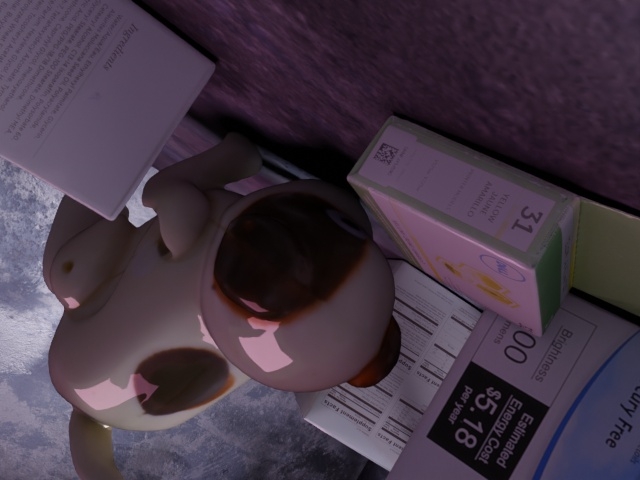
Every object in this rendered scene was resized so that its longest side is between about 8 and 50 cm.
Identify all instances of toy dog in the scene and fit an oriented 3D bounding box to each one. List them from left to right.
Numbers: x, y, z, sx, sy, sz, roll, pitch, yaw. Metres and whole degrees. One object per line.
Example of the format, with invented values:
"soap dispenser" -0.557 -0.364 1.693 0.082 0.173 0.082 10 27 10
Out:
"toy dog" -0.115 0.058 0.633 0.408 0.395 0.284 -14 128 35

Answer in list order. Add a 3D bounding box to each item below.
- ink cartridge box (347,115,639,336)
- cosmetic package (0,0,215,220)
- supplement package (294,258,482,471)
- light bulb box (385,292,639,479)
"ink cartridge box" 0.146 0.022 0.359 0.235 0.056 0.171 32 174 29
"cosmetic package" -0.212 -0.130 0.483 0.184 0.151 0.151 34 175 -20
"supplement package" 0.112 0.189 0.915 0.198 0.262 0.199 33 175 -7
"light bulb box" 0.238 0.273 0.459 0.361 0.357 0.225 28 175 28
